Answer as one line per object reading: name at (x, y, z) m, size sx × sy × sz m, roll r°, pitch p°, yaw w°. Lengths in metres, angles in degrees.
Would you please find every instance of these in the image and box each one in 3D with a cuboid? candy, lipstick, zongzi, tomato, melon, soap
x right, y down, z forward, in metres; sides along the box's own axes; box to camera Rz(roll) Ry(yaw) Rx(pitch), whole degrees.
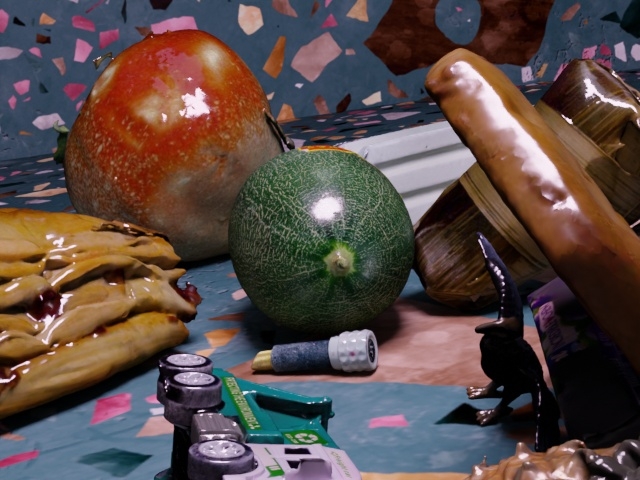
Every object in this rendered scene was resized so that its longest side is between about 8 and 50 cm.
candy at (0.194, 0.101, 0.802) m, size 0.061 × 0.088 × 0.312 m, roll -29°, pitch 10°, yaw 10°
lipstick at (-0.008, 0.101, 1.039) m, size 0.116 × 0.037 × 0.037 m, roll -6°, pitch 13°, yaw 20°
zongzi at (0.247, -0.026, 1.222) m, size 0.286 × 0.134 × 0.288 m, roll -41°, pitch -29°, yaw 14°
tomato at (-0.167, -0.110, 1.486) m, size 0.303 × 0.303 × 0.239 m, roll -19°, pitch 46°, yaw -41°
melon at (0.000, 0.000, 1.140) m, size 0.182 × 0.182 × 0.287 m, roll -9°, pitch 14°, yaw -6°
soap at (0.134, -0.062, 1.407) m, size 0.262 × 0.150 × 0.094 m, roll -14°, pitch 10°, yaw -27°

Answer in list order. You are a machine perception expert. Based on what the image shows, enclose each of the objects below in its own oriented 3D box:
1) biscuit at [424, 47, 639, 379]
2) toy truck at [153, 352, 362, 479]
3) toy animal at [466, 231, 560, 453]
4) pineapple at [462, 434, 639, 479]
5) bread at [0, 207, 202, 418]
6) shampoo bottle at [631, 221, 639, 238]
biscuit at (0.177, 0.024, 0.688) m, size 0.046 × 0.359 × 0.359 m, roll -36°, pitch 9°, yaw 11°
toy truck at (-0.039, 0.145, 0.725) m, size 0.116 × 0.110 × 0.216 m, roll 1°, pitch 10°, yaw -16°
toy animal at (0.142, 0.091, 0.862) m, size 0.062 × 0.108 × 0.220 m, roll -6°, pitch 44°, yaw -3°
pineapple at (0.141, 0.114, 0.485) m, size 0.128 × 0.128 × 0.248 m, roll -23°, pitch -17°, yaw -49°
bread at (-0.304, 0.052, 1.108) m, size 0.278 × 0.167 × 0.325 m, roll 5°, pitch 19°, yaw 41°
shampoo bottle at (0.371, -0.005, 1.235) m, size 0.086 × 0.055 × 0.227 m, roll -11°, pitch 9°, yaw 39°
